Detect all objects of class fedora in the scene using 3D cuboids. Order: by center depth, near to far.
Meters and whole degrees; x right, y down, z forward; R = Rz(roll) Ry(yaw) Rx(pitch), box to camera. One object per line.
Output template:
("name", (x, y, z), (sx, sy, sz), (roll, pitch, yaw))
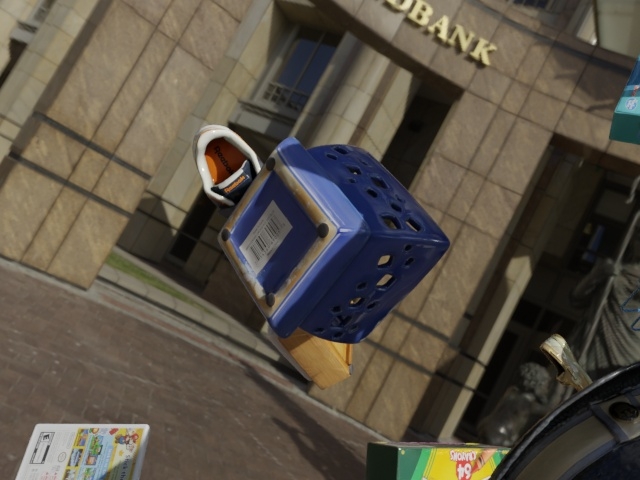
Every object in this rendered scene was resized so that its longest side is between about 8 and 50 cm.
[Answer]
("fedora", (0.290, 0.253, 0.457), (0.334, 0.334, 0.152), (31, 9, -27))

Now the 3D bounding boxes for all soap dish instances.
("soap dish", (-0.008, 0.176, 1.276), (0.118, 0.229, 0.291), (-6, -36, 17))

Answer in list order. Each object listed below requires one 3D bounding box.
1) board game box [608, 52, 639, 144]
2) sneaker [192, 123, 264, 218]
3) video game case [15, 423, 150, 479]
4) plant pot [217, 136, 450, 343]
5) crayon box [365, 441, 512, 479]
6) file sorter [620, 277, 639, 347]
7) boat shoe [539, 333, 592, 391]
("board game box", (0.786, -0.275, 1.119), (0.336, 0.254, 0.079), (19, -30, 29))
("sneaker", (-0.126, -0.071, 1.044), (0.321, 0.126, 0.127), (50, 2, -8))
("video game case", (-0.413, 0.419, 0.954), (0.206, 0.227, 0.026), (0, -44, 1))
("plant pot", (0.000, 0.000, 0.825), (0.212, 0.236, 0.236), (6, 39, -49))
("crayon box", (0.253, 0.587, 1.176), (0.363, 0.313, 0.106), (14, -18, -34))
("file sorter", (0.601, 0.156, 0.944), (0.118, 0.170, 0.104), (-2, -39, -5))
("boat shoe", (0.441, 0.236, 1.014), (0.135, 0.045, 0.050), (60, -5, 15))
